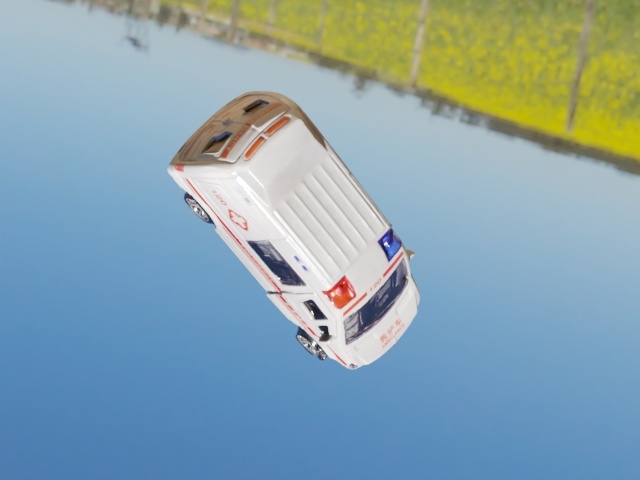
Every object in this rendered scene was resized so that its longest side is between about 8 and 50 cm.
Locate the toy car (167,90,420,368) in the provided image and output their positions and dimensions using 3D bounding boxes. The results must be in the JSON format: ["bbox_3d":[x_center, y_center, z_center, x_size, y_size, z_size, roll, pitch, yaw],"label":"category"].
[{"bbox_3d":[0.000,0.000,0.882,0.210,0.089,0.108,52,161,-22],"label":"toy car"}]
